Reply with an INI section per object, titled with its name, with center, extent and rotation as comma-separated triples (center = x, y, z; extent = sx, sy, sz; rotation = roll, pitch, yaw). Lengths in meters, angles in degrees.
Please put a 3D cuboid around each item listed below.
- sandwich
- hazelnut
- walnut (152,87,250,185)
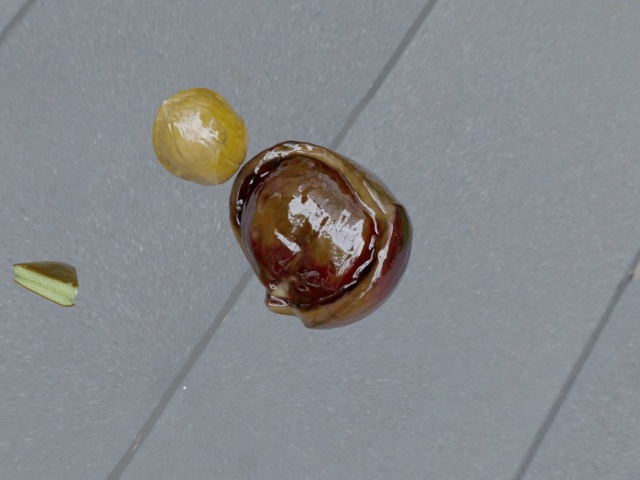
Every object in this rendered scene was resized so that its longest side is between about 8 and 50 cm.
[sandwich]
center = -0.264, 0.040, 0.866
extent = 0.083, 0.044, 0.031
rotation = 22, 111, 23
[hazelnut]
center = 0.003, -0.007, 0.888
extent = 0.160, 0.201, 0.170
rotation = -5, 116, -32
[walnut]
center = -0.108, -0.094, 0.846
extent = 0.052, 0.121, 0.091
rotation = 37, 90, 37
